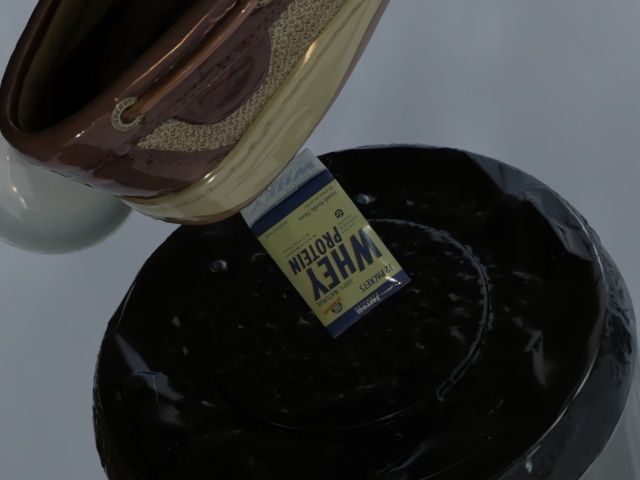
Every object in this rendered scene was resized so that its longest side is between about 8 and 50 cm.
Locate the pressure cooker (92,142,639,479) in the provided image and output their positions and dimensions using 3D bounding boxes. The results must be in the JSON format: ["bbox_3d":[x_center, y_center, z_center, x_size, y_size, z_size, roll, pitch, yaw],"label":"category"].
[{"bbox_3d":[0.068,0.190,1.292,0.370,0.375,0.420,42,-22,42],"label":"pressure cooker"}]

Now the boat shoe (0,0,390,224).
[{"bbox_3d":[-0.007,-0.165,0.653,0.123,0.123,0.342,39,-80,30],"label":"boat shoe"}]

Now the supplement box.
[{"bbox_3d":[0.000,0.000,1.062,0.083,0.056,0.083,52,0,-14],"label":"supplement box"}]

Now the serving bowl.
[{"bbox_3d":[-0.124,-0.036,0.850,0.027,0.083,0.083,-105,-152,-62],"label":"serving bowl"}]
